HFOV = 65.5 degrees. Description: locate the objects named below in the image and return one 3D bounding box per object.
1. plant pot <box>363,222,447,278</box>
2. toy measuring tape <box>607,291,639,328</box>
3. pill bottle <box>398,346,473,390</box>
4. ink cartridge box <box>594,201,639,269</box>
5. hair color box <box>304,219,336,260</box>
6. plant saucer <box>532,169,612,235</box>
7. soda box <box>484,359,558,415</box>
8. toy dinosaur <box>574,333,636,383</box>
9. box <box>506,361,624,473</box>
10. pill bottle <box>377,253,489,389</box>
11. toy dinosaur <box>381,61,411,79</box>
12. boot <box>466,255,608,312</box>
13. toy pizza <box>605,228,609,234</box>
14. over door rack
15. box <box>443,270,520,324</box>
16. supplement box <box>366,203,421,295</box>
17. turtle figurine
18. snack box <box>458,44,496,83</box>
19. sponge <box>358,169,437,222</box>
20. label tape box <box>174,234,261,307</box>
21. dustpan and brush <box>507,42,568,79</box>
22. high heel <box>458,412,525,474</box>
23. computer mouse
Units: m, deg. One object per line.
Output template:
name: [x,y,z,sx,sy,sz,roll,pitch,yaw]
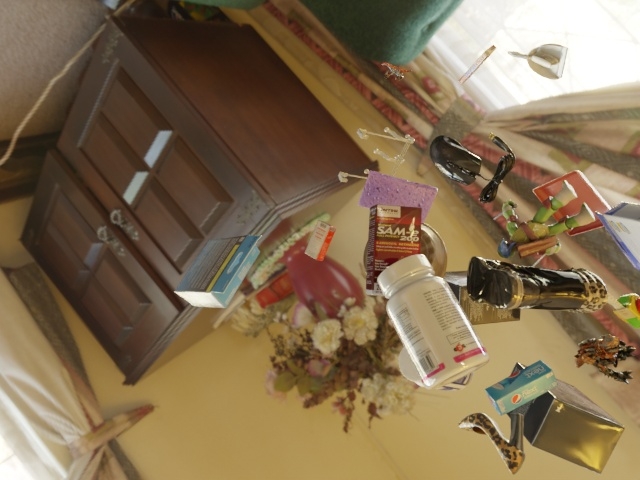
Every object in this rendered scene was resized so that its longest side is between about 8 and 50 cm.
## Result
plant pot: [0.315,0.059,1.820,0.323,0.323,0.280,-41,170,-1]
toy measuring tape: [1.209,0.239,1.988,0.121,0.330,0.121,-46,-159,23]
pill bottle: [0.379,0.409,1.631,0.153,0.153,0.265,-43,140,22]
ink cartridge box: [0.729,0.009,1.062,0.065,0.185,0.311,-39,-176,7]
hair color box: [0.000,0.000,1.925,0.043,0.072,0.141,12,103,-52]
plant saucer: [1.026,-0.155,2.000,0.048,0.258,0.259,-39,180,-19]
soda box: [0.645,0.473,1.600,0.210,0.067,0.071,-27,-161,-1]
toy dinosaur: [1.159,0.467,2.056,0.322,0.219,0.164,74,39,-81]
box: [0.958,0.707,2.030,0.395,0.294,0.211,-74,-173,-85]
pill bottle: [0.253,0.185,1.159,0.160,0.283,0.160,-20,155,-10]
toy dinosaur: [0.247,-0.581,1.683,0.090,0.082,0.047,-38,-143,5]
boot: [0.604,0.127,1.448,0.284,0.138,0.377,3,-178,-2]
toy pizza: [1.202,-0.061,1.900,0.201,0.032,0.201,-16,-155,8]
over door rack: [0.238,-0.379,2.207,0.324,0.108,0.239,-3,130,-37]
box: [0.673,0.252,2.263,0.313,0.178,0.343,-3,-173,-16]
supplement box: [0.196,0.029,1.330,0.130,0.239,0.073,3,174,-9]
turtle figurine: [0.652,-0.056,1.489,0.266,0.197,0.275,-38,156,31]
snack box: [0.574,-0.644,1.827,0.064,0.022,0.178,-42,178,-21]
sponge: [0.228,-0.130,1.484,0.031,0.210,0.117,-77,-178,-52]
label tape box: [-0.341,0.112,1.779,0.348,0.115,0.249,-4,-132,47]
dustpan and brush: [0.812,-0.690,1.879,0.060,0.211,0.147,-40,145,-14]
high heel: [0.558,0.678,1.661,0.261,0.093,0.186,-28,-142,48]
computer mouse: [0.423,-0.242,1.429,0.060,0.262,0.184,-17,145,-42]
